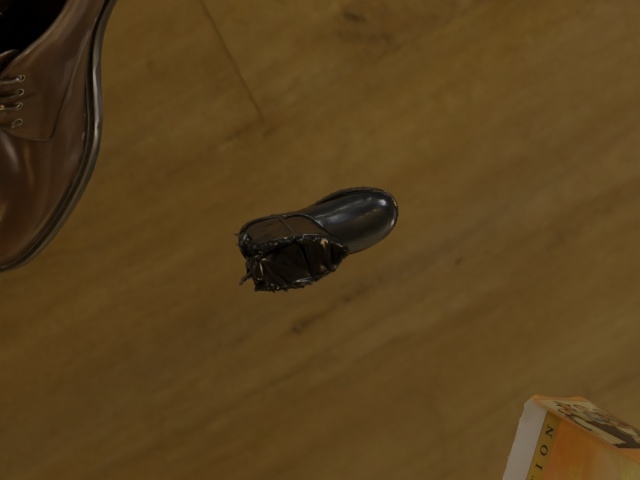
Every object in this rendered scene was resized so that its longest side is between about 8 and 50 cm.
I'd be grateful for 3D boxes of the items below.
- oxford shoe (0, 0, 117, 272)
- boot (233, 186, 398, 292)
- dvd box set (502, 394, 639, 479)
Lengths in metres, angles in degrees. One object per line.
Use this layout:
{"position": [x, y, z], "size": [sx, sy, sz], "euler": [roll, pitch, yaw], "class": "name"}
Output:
{"position": [-0.145, -0.078, 0.715], "size": [0.083, 0.096, 0.227], "euler": [25, 118, 14], "class": "oxford shoe"}
{"position": [0.000, -0.001, 1.041], "size": [0.121, 0.099, 0.045], "euler": [-13, 101, -6], "class": "boot"}
{"position": [0.222, 0.302, 0.879], "size": [0.062, 0.420, 0.307], "euler": [9, 103, -34], "class": "dvd box set"}
